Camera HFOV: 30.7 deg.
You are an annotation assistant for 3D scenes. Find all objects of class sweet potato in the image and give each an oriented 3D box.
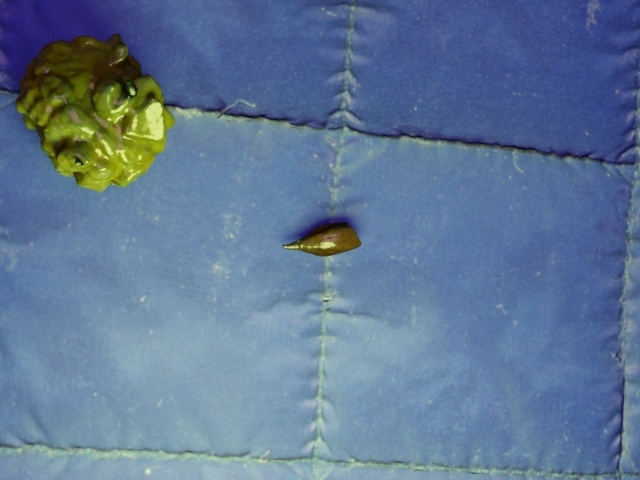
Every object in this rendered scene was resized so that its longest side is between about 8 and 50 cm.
[{"bbox_3d":[0.000,0.000,1.722,0.117,0.049,0.049,-9,90,-14],"label":"sweet potato"}]

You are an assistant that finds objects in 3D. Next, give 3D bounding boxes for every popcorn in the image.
[{"bbox_3d":[-0.303,-0.180,1.594,0.189,0.169,0.218,-33,102,-11],"label":"popcorn"}]
